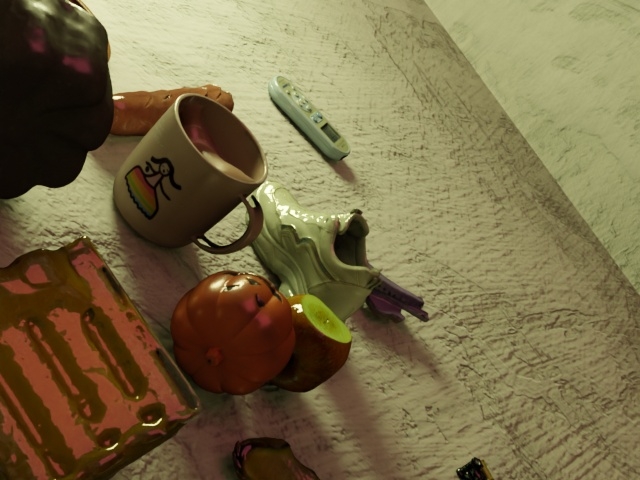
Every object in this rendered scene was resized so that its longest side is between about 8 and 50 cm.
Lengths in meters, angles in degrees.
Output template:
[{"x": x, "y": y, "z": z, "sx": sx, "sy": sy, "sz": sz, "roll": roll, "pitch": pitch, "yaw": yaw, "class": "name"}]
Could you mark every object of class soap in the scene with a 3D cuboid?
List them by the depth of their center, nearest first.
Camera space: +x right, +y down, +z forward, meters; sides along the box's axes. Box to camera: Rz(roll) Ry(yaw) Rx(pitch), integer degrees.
[{"x": -0.320, "y": 0.161, "z": 1.307, "sx": 0.259, "sy": 0.143, "sz": 0.281, "roll": -27, "pitch": 76, "yaw": -38, "class": "soap"}]

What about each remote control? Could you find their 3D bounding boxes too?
[{"x": -0.028, "y": -0.275, "z": 2.473, "sx": 0.244, "sy": 0.047, "sz": 0.087, "roll": 47, "pitch": 24, "yaw": -2, "class": "remote control"}]

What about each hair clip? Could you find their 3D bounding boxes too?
[{"x": 0.100, "y": 0.082, "z": 2.165, "sx": 0.278, "sy": 0.090, "sz": 0.137, "roll": 42, "pitch": 14, "yaw": -30, "class": "hair clip"}]

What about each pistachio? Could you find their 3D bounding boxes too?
[{"x": -0.068, "y": 0.339, "z": 1.606, "sx": 0.173, "sy": 0.049, "sz": 0.089, "roll": 34, "pitch": 53, "yaw": -30, "class": "pistachio"}]

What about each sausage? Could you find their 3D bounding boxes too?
[{"x": -0.276, "y": -0.242, "z": 2.028, "sx": 0.088, "sy": 0.088, "sz": 0.433, "roll": 53, "pitch": 28, "yaw": 9, "class": "sausage"}]

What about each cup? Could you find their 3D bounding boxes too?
[{"x": -0.203, "y": -0.081, "z": 1.788, "sx": 0.253, "sy": 0.200, "sz": 0.191, "roll": 53, "pitch": 27, "yaw": 11, "class": "cup"}]

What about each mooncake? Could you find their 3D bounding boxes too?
[{"x": -0.427, "y": -0.201, "z": 1.516, "sx": 0.306, "sy": 0.306, "sz": 0.154, "roll": 23, "pitch": 37, "yaw": -40, "class": "mooncake"}]

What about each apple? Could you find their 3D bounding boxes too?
[{"x": -0.030, "y": 0.159, "z": 1.766, "sx": 0.146, "sy": 0.163, "sz": 0.147, "roll": 54, "pitch": 39, "yaw": -1, "class": "apple"}]

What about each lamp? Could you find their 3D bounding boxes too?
[{"x": -0.134, "y": 0.141, "z": 1.622, "sx": 0.187, "sy": 0.188, "sz": 0.164, "roll": 45, "pitch": 27, "yaw": -6, "class": "lamp"}]

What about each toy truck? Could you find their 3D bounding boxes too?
[{"x": 0.295, "y": 0.446, "z": 2.001, "sx": 0.054, "sy": 0.049, "sz": 0.083, "roll": 15, "pitch": 40, "yaw": -49, "class": "toy truck"}]

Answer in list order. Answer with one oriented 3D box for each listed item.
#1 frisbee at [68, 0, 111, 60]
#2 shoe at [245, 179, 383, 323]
[{"x": -0.490, "y": -0.402, "z": 1.986, "sx": 0.251, "sy": 0.021, "sz": 0.250, "roll": 36, "pitch": 29, "yaw": -23, "class": "frisbee"}, {"x": 0.000, "y": 0.000, "z": 1.971, "sx": 0.132, "sy": 0.210, "sz": 0.342, "roll": 14, "pitch": 42, "yaw": -47, "class": "shoe"}]
